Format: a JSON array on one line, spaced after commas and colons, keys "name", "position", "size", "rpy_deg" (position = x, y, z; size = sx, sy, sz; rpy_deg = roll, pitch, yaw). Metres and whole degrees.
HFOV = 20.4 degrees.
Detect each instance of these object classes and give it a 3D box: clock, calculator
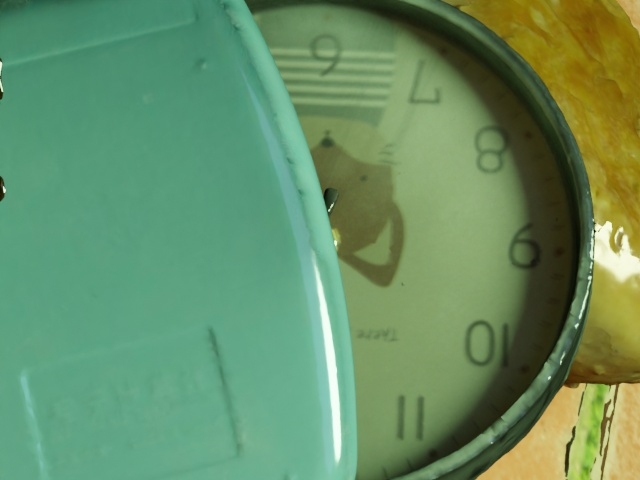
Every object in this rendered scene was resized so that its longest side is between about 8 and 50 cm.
[{"name": "clock", "position": [0.000, 0.000, 1.029], "size": [0.325, 0.067, 0.325], "rpy_deg": [0, 75, 1]}, {"name": "calculator", "position": [-0.119, 0.015, 0.966], "size": [0.256, 0.054, 0.386], "rpy_deg": [-14, 79, -4]}]

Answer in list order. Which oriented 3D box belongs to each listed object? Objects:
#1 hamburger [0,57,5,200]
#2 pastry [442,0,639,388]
[{"name": "hamburger", "position": [-0.271, -0.074, 0.863], "size": [0.149, 0.237, 0.237], "rpy_deg": [-6, 74, -39]}, {"name": "pastry", "position": [0.144, -0.037, 1.219], "size": [0.284, 0.184, 0.316], "rpy_deg": [-15, 71, -52]}]
